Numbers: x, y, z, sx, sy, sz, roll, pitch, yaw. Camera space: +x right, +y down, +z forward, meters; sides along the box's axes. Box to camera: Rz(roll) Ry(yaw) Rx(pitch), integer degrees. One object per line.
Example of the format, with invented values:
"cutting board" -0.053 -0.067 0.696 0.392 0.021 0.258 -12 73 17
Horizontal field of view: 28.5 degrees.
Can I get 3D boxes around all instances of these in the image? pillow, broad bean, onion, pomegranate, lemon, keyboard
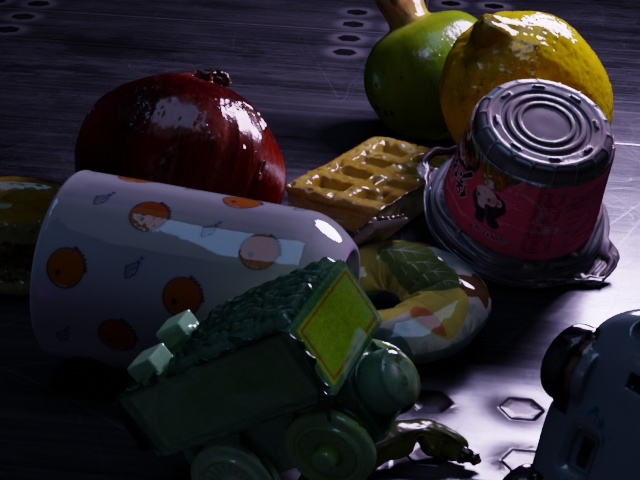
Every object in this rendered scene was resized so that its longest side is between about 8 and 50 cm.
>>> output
"pillow" 0.089 0.076 1.501 0.214 0.086 0.233 -17 33 -15
"broad bean" 0.063 0.209 1.247 0.195 0.046 0.061 -5 42 -20
"onion" -0.181 -0.100 1.621 0.276 0.276 0.276 2 26 -1
"pomegranate" 0.169 -0.313 2.068 0.236 0.302 0.236 -20 11 4
"lemon" 0.303 -0.213 1.880 0.245 0.320 0.245 -22 43 23
"keyboard" 0.052 0.002 1.592 0.055 0.017 0.166 -12 -13 -26

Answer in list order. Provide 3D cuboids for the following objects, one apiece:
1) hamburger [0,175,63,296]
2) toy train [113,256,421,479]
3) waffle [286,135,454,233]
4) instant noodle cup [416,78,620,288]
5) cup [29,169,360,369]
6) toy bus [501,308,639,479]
"hamburger" -0.372 0.000 1.588 0.185 0.113 0.177 16 22 10
"toy train" -0.041 0.139 1.156 0.271 0.188 0.159 -25 16 35
"waffle" 0.085 -0.081 1.843 0.168 0.057 0.274 17 29 29
"instant noodle cup" 0.274 -0.092 1.639 0.302 0.181 0.258 26 50 13
"cup" -0.127 0.051 1.372 0.317 0.212 0.212 9 26 12
"toy bus" 0.296 0.196 1.058 0.232 0.288 0.194 0 21 -45
